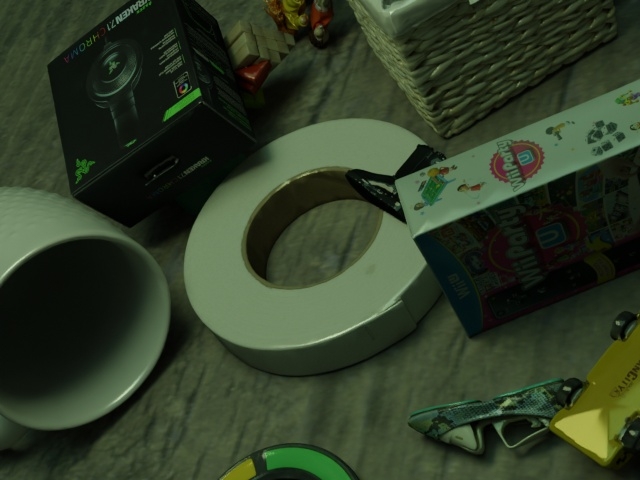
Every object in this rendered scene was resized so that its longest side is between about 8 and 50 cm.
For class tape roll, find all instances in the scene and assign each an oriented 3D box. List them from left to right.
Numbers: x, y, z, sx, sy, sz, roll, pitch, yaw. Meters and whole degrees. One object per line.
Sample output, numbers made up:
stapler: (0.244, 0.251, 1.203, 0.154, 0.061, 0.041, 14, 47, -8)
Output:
tape roll: (0.000, 0.000, 1.413, 0.392, 0.072, 0.392, -14, 49, 17)

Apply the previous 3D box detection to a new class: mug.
mug: (-0.421, 0.109, 1.443, 0.328, 0.276, 0.374, 29, 101, 47)
mug: (-0.197, -0.114, 1.594, 0.158, 0.097, 0.129, -18, 48, 14)

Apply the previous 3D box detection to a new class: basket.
basket: (0.205, -0.382, 1.481, 0.328, 0.266, 0.331, -31, 45, 2)

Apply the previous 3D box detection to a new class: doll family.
doll family: (-0.028, -0.433, 1.734, 0.118, 0.163, 0.263, 11, 53, -4)

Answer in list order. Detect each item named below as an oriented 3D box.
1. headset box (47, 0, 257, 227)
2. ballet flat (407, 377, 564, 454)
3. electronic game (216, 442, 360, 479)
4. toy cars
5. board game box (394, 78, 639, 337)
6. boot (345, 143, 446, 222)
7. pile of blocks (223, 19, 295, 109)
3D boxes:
headset box: (-0.249, -0.191, 1.510, 0.246, 0.131, 0.283, -31, 55, 19)
ballet flat: (0.188, 0.203, 1.154, 0.188, 0.070, 0.070, -18, 47, 19)
electronic game: (-0.050, 0.336, 1.180, 0.229, 0.048, 0.229, -15, 48, 17)
toy cars: (0.325, 0.244, 1.033, 0.177, 0.087, 0.393, -13, 52, 26)
board game box: (0.267, -0.032, 1.191, 0.303, 0.224, 0.097, -23, 49, 11)
boot: (0.104, -0.085, 1.347, 0.121, 0.045, 0.099, 35, 77, 35)
pile of blocks: (-0.196, -0.214, 1.671, 0.362, 0.149, 0.112, -23, 65, 22)
